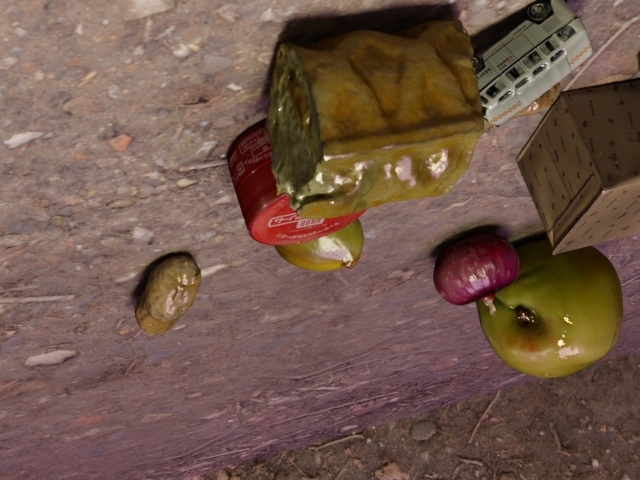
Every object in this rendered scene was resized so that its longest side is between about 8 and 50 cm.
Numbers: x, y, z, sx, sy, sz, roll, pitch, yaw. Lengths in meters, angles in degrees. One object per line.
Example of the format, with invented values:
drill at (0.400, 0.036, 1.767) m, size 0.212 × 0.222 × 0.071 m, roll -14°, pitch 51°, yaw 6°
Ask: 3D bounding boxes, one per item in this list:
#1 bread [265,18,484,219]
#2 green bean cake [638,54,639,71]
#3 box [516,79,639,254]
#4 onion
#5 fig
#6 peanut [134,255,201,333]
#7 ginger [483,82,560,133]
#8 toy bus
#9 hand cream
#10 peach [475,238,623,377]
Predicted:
bread at (0.069, -0.150, 1.254) m, size 0.252 × 0.239 × 0.196 m, roll -3°, pitch 171°, yaw -21°
green bean cake at (0.581, -0.235, 1.475) m, size 0.185 × 0.183 × 0.094 m, roll -27°, pitch 155°, yaw 26°
box at (0.516, -0.133, 1.656) m, size 0.297 × 0.190 × 0.225 m, roll -13°, pitch 157°, yaw -16°
onion at (0.313, 0.062, 2.003) m, size 0.177 × 0.153 × 0.177 m, roll -9°, pitch 145°, yaw -6°
fig at (-0.004, -0.011, 1.640) m, size 0.153 × 0.121 × 0.136 m, roll -4°, pitch 173°, yaw 32°
peanut at (-0.270, 0.098, 1.726) m, size 0.099 × 0.100 × 0.214 m, roll -4°, pitch 159°, yaw -31°
ginger at (0.240, -0.199, 1.442) m, size 0.213 × 0.074 × 0.137 m, roll -19°, pitch 156°, yaw 15°
toy bus at (0.268, -0.232, 1.324) m, size 0.194 × 0.089 × 0.087 m, roll -38°, pitch 151°, yaw 7°
hand cream at (-0.030, -0.088, 1.424) m, size 0.193 × 0.125 × 0.193 m, roll -15°, pitch 157°, yaw -6°
peach at (0.498, 0.136, 2.135) m, size 0.315 × 0.314 × 0.281 m, roll -6°, pitch 139°, yaw -38°
